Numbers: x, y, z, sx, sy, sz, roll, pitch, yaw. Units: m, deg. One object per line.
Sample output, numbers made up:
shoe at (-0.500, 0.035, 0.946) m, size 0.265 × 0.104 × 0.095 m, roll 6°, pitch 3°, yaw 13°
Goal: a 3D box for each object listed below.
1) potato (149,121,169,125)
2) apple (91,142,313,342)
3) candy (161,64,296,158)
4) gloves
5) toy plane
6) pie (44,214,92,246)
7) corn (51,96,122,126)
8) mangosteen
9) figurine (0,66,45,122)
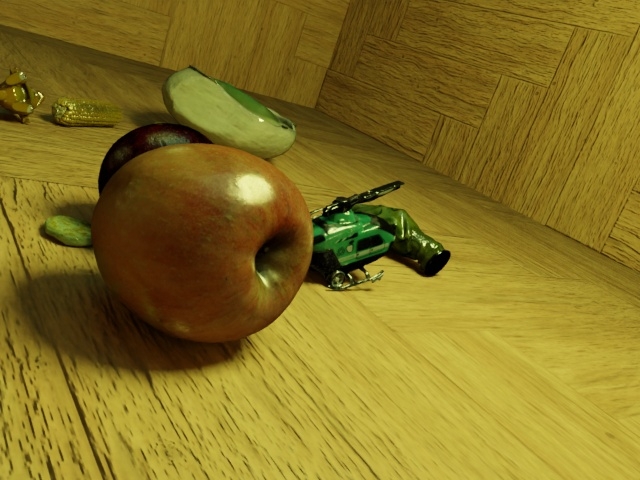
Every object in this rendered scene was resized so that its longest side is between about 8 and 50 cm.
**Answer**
potato at (-0.382, -0.240, 1.448) m, size 0.092 × 0.070 × 0.138 m, roll 21°, pitch 18°, yaw -13°
apple at (-0.139, -0.004, 0.719) m, size 0.254 × 0.253 × 0.253 m, roll 18°, pitch 17°, yaw -6°
candy at (-0.260, -0.351, 1.726) m, size 0.386 × 0.186 × 0.427 m, roll 26°, pitch 14°, yaw -9°
gloves at (0.160, -0.017, 1.314) m, size 0.268 × 0.107 × 0.135 m, roll 27°, pitch -12°, yaw 29°
toy plane at (0.000, 0.000, 1.004) m, size 0.382 × 0.155 × 0.106 m, roll -14°, pitch 34°, yaw -32°
pie at (-0.356, -0.014, 0.869) m, size 0.085 × 0.017 × 0.085 m, roll 19°, pitch 17°, yaw -6°
corn at (-0.569, -0.313, 1.475) m, size 0.068 × 0.068 × 0.207 m, roll 25°, pitch 19°, yaw 19°
mangosteen at (-0.237, -0.081, 0.932) m, size 0.210 × 0.209 × 0.210 m, roll 18°, pitch 17°, yaw -6°
figurine at (-0.689, -0.314, 1.341) m, size 0.123 × 0.121 × 0.176 m, roll -13°, pitch 11°, yaw -11°
